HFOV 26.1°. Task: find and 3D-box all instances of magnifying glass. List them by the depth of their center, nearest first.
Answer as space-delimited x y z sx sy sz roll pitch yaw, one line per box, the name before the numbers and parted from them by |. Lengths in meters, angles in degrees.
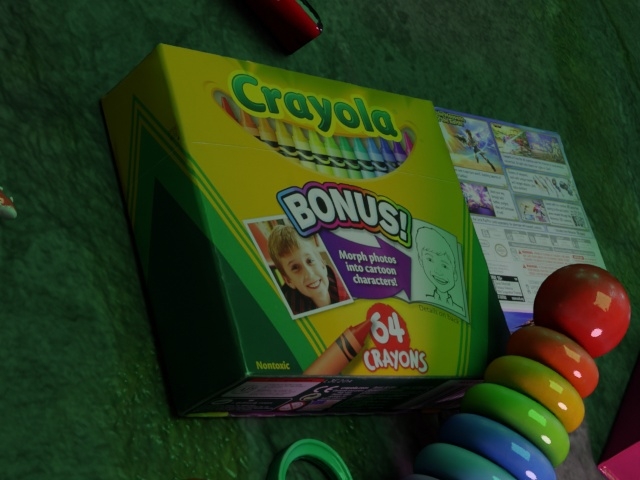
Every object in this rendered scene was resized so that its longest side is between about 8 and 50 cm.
magnifying glass | -0.007 0.274 1.159 0.092 0.026 0.231 28 48 -31

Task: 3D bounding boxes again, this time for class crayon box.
crayon box | 0.000 0.000 1.287 0.363 0.106 0.313 6 61 -44

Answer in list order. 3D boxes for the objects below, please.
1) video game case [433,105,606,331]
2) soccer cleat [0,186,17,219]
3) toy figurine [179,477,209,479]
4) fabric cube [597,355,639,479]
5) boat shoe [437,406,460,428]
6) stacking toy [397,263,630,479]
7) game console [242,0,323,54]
video game case | 0.206 -0.019 1.552 0.269 0.061 0.244 6 62 -44
soccer cleat | -0.278 -0.035 1.086 0.083 0.029 0.035 35 52 -20
toy figurine | -0.081 0.254 0.950 0.213 0.209 0.148 12 64 -44
fabric cube | 0.511 0.204 1.545 0.254 0.259 0.258 45 39 -4
boat shoe | 0.153 0.264 1.305 0.070 0.078 0.219 -4 69 -11
stacking toy | 0.182 0.163 1.236 0.141 0.141 0.330 42 69 -18
game console | -0.045 -0.278 1.453 0.144 0.124 0.085 48 66 -10
